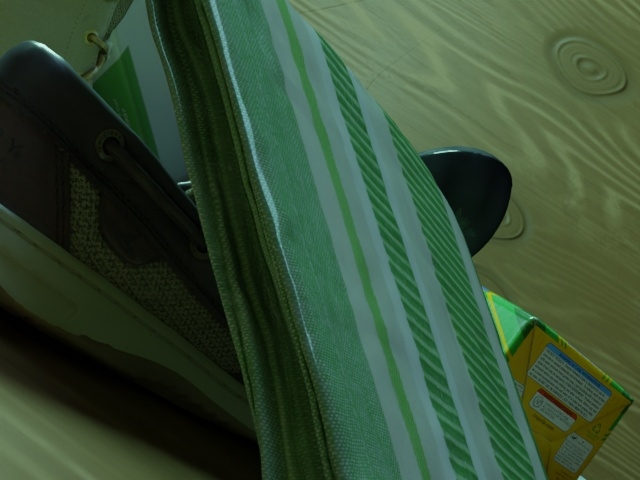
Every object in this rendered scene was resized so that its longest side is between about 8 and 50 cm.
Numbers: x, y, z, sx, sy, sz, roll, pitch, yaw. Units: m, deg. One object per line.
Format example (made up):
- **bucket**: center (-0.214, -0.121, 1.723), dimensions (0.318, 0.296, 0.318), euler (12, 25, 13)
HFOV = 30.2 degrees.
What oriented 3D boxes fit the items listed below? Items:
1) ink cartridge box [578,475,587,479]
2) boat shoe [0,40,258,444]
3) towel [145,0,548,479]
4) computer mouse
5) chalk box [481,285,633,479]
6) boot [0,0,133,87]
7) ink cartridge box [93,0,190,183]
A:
- **ink cartridge box**: center (0.272, 0.273, 1.106), dimensions (0.223, 0.045, 0.224), euler (35, 1, 3)
- **boat shoe**: center (-0.046, 0.017, 0.495), dimensions (0.103, 0.092, 0.285), euler (35, -1, 42)
- **towel**: center (0.029, 0.032, 0.498), dimensions (0.325, 0.038, 0.248), euler (34, 37, -64)
- **computer mouse**: center (0.097, 0.002, 1.158), dimensions (0.188, 0.072, 0.272), euler (11, -28, -16)
- **chalk box**: center (0.115, 0.109, 0.952), dimensions (0.132, 0.132, 0.213), euler (36, 0, -31)
- **boot**: center (-0.122, -0.082, 0.612), dimensions (0.213, 0.165, 0.077), euler (34, 1, -17)
- **ink cartridge box**: center (-0.176, -0.168, 0.856), dimensions (0.278, 0.117, 0.201), euler (20, -48, 44)
